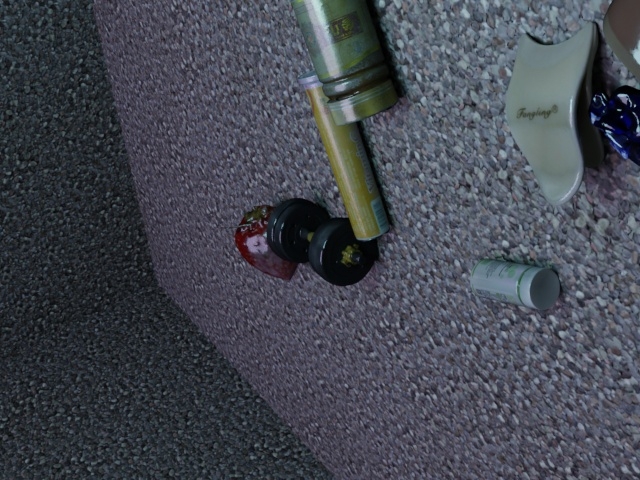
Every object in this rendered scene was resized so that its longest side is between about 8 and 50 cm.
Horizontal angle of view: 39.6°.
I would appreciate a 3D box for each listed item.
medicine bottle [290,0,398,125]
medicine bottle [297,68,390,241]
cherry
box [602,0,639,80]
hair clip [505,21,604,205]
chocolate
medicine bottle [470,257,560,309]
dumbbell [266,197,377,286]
[{"bbox_3d":[0.047,-0.424,1.907,0.151,0.151,0.323,6,120,60],"label":"medicine bottle"},{"bbox_3d":[0.062,-0.206,2.145,0.108,0.108,0.426,12,125,58],"label":"medicine bottle"},{"bbox_3d":[-0.149,0.012,2.673,0.250,0.192,0.175,60,-169,-10],"label":"cherry"},{"bbox_3d":[0.514,-0.291,1.027,0.301,0.301,0.216,50,144,25],"label":"box"},{"bbox_3d":[0.398,-0.209,1.506,0.172,0.113,0.282,10,123,59],"label":"hair clip"},{"bbox_3d":[0.538,-0.140,1.323,0.343,0.126,0.148,50,161,37],"label":"chocolate"},{"bbox_3d":[0.396,0.088,1.831,0.183,0.086,0.086,11,124,59],"label":"medicine bottle"},{"bbox_3d":[0.000,0.000,2.381,0.388,0.185,0.185,26,136,53],"label":"dumbbell"}]
